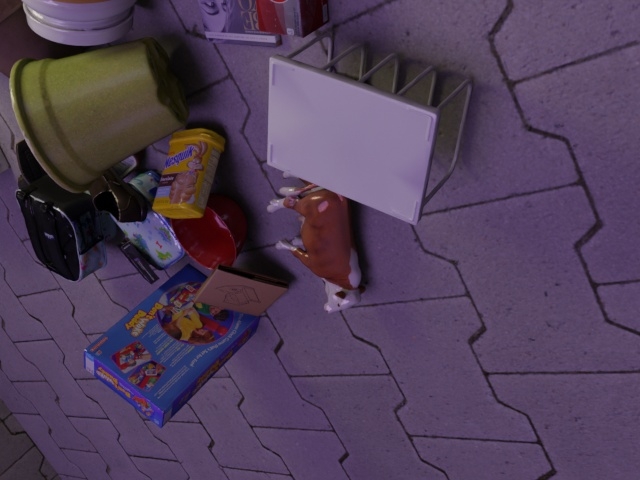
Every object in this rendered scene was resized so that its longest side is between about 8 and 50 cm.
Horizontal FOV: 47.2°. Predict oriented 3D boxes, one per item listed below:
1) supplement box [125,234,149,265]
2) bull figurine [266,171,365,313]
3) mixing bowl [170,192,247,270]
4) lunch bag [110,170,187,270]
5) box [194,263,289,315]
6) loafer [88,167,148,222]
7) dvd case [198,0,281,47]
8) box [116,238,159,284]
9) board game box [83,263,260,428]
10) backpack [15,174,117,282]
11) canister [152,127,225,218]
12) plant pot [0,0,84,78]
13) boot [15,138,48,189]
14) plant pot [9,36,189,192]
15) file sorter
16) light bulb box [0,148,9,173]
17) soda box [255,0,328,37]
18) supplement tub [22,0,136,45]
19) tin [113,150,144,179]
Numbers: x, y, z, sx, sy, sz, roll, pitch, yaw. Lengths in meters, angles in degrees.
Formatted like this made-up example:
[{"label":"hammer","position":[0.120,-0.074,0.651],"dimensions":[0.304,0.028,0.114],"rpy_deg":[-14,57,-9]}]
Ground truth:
[{"label":"supplement box","position":[-0.465,0.020,1.882],"dimensions":[0.062,0.036,0.098],"rpy_deg":[30,137,18]},{"label":"bull figurine","position":[0.000,0.000,1.433],"dimensions":[0.188,0.101,0.310],"rpy_deg":[21,134,28]},{"label":"mixing bowl","position":[-0.225,-0.034,1.593],"dimensions":[0.181,0.098,0.181],"rpy_deg":[23,134,26]},{"label":"lunch bag","position":[-0.387,-0.045,1.724],"dimensions":[0.219,0.090,0.176],"rpy_deg":[52,139,-5]},{"label":"box","position":[-0.182,0.115,1.652],"dimensions":[0.164,0.021,0.201],"rpy_deg":[16,152,-18]},{"label":"loafer","position":[-0.479,-0.110,1.638],"dimensions":[0.220,0.078,0.080],"rpy_deg":[32,124,28]},{"label":"dvd case","position":[-0.155,-0.447,1.268],"dimensions":[0.165,0.018,0.221],"rpy_deg":[14,130,31]},{"label":"box","position":[-0.447,0.050,1.788],"dimensions":[0.116,0.029,0.162],"rpy_deg":[53,165,-12]},{"label":"board game box","position":[-0.340,0.235,1.714],"dimensions":[0.233,0.347,0.078],"rpy_deg":[34,138,14]},{"label":"backpack","position":[-0.641,-0.029,1.870],"dimensions":[0.225,0.191,0.253],"rpy_deg":[22,126,29]},{"label":"canister","position":[-0.269,-0.133,1.490],"dimensions":[0.126,0.170,0.073],"rpy_deg":[-1,159,39]},{"label":"plant pot","position":[-0.615,-0.438,1.511],"dimensions":[0.263,0.263,0.229],"rpy_deg":[2,140,39]},{"label":"boot","position":[-0.790,-0.182,1.967],"dimensions":[0.137,0.077,0.198],"rpy_deg":[14,129,38]},{"label":"plant pot","position":[-0.404,-0.263,1.418],"dimensions":[0.254,0.276,0.276],"rpy_deg":[-19,113,7]},{"label":"file sorter","position":[0.079,-0.191,1.160],"dimensions":[0.278,0.173,0.193],"rpy_deg":[24,134,22]},{"label":"light bulb box","position":[-1.114,-0.308,2.015],"dimensions":[0.361,0.225,0.358],"rpy_deg":[6,125,36]},{"label":"soda box","position":[-0.051,-0.454,1.126],"dimensions":[0.092,0.083,0.263],"rpy_deg":[18,131,27]},{"label":"supplement tub","position":[-0.425,-0.525,1.269],"dimensions":[0.228,0.228,0.316],"rpy_deg":[30,137,18]},{"label":"tin","position":[-0.482,-0.188,1.698],"dimensions":[0.106,0.040,0.190],"rpy_deg":[26,148,-29]}]
